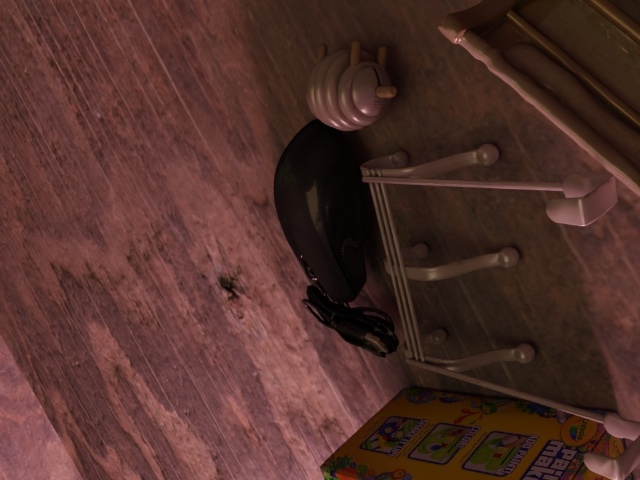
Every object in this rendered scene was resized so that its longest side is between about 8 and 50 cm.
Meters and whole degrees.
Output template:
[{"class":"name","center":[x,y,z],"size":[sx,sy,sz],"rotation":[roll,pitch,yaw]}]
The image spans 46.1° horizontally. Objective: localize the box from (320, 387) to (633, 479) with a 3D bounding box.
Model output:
[{"class":"box","center":[0.192,0.340,0.827],"size":[0.279,0.177,0.289],"rotation":[-5,110,45]}]

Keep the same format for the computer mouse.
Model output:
[{"class":"computer mouse","center":[0.000,0.000,0.864],"size":[0.188,0.072,0.272],"rotation":[24,128,58]}]

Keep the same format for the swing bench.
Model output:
[{"class":"swing bench","center":[0.257,-0.166,0.476],"size":[0.253,0.165,0.254],"rotation":[46,143,14]}]

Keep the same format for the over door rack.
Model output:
[{"class":"over door rack","center":[0.171,0.040,0.698],"size":[0.324,0.108,0.239],"rotation":[20,129,62]}]

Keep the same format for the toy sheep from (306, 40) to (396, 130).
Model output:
[{"class":"toy sheep","center":[0.031,-0.154,0.760],"size":[0.132,0.091,0.091],"rotation":[19,128,59]}]
